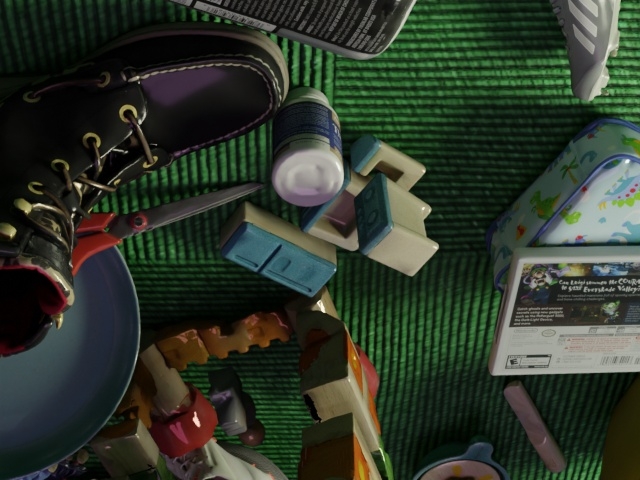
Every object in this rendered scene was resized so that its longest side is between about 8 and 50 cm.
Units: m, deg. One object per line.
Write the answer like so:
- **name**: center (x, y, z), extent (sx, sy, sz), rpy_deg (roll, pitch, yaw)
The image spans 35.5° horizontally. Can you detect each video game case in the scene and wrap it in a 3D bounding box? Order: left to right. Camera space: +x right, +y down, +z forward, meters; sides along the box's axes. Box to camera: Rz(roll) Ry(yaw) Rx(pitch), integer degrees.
- **video game case**: center (0.282, 0.075, 1.048), extent (0.190, 0.022, 0.173), rpy_deg (-1, 131, -5)

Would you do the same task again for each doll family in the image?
- **doll family**: center (-0.348, 0.331, 1.327), extent (0.111, 0.076, 0.193), rpy_deg (-35, 118, 30)

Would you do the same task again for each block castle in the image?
- **block castle**: center (-0.077, 0.271, 1.041), extent (0.302, 0.453, 0.213), rpy_deg (-17, 122, 10)

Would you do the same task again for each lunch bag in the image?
- **lunch bag**: center (0.294, -0.009, 1.047), extent (0.176, 0.090, 0.219), rpy_deg (23, 126, -19)

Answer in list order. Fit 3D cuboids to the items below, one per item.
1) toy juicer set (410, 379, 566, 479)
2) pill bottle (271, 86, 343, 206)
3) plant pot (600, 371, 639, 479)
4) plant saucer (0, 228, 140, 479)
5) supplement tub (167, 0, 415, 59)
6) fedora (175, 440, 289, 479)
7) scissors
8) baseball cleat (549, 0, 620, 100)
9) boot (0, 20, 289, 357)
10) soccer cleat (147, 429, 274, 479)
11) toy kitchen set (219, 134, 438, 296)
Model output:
- **toy juicer set**: center (0.211, 0.337, 1.338), extent (0.209, 0.090, 0.329), rpy_deg (34, 121, -26)
- **pill bottle**: center (-0.013, -0.093, 0.944), extent (0.067, 0.120, 0.067), rpy_deg (-1, 131, -1)
- **plant pot**: center (0.461, 0.251, 1.205), extent (0.212, 0.187, 0.212), rpy_deg (14, 129, -8)
- **plant saucer**: center (-0.347, 0.090, 1.036), extent (0.317, 0.043, 0.318), rpy_deg (0, 91, -8)
- **supplement tub**: center (-0.076, -0.268, 0.746), extent (0.315, 0.194, 0.194), rpy_deg (16, 128, -14)
- **fedora**: center (-0.142, 0.398, 1.316), extent (0.275, 0.244, 0.124), rpy_deg (-38, 155, 2)
- **scissors**: center (-0.204, -0.005, 1.029), extent (0.297, 0.021, 0.109), rpy_deg (-2, 88, -10)
- **baseball cleat**: center (0.222, -0.223, 0.890), extent (0.109, 0.072, 0.206), rpy_deg (8, 126, 9)
- **boot**: center (-0.212, -0.049, 0.864), extent (0.377, 0.284, 0.138), rpy_deg (-9, 130, 6)
- **soccer cleat**: center (-0.148, 0.281, 1.240), extent (0.196, 0.076, 0.068), rpy_deg (22, 109, 23)
- **toy kitchen set**: center (0.000, 0.000, 0.993), extent (0.122, 0.166, 0.207), rpy_deg (26, 124, -22)
